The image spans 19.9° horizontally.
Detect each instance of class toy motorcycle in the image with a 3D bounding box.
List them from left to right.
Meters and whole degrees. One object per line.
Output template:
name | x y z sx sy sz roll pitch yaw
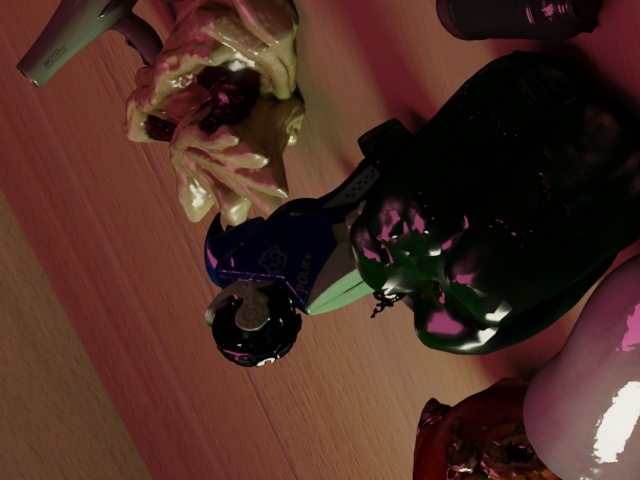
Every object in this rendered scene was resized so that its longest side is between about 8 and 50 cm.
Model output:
toy motorcycle | 0.000 0.000 2.015 0.196 0.331 0.125 46 167 37

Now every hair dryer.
hair dryer | -0.284 -0.240 2.424 0.092 0.229 0.267 29 149 52

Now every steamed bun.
steamed bun | -0.122 -0.147 2.262 0.247 0.189 0.428 35 156 -10

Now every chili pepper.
chili pepper | 0.166 -0.030 1.697 0.233 0.257 0.248 42 156 17

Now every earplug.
earplug | 0.307 0.104 1.750 0.172 0.172 0.301 46 153 22

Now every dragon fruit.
dragon fruit | 0.217 0.286 2.153 0.250 0.250 0.315 39 174 37

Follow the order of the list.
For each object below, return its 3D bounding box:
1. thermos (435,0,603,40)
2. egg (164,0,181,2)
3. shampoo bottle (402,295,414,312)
thermos | 0.183 -0.207 1.616 0.188 0.073 0.083 14 135 61
egg | -0.181 -0.348 2.190 0.103 0.103 0.135 42 154 33
shampoo bottle | 0.111 0.039 2.234 0.208 0.057 0.063 44 151 22
